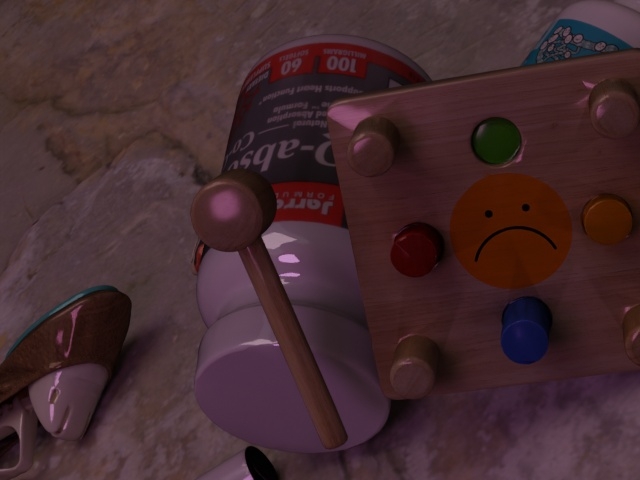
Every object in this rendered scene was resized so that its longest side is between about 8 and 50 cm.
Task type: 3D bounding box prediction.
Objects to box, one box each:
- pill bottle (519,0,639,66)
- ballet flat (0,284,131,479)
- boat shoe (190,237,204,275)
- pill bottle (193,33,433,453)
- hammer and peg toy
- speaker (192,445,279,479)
[{"bbox_3d":[0.231,-0.108,1.368,0.264,0.146,0.146,-53,35,-9],"label":"pill bottle"},{"bbox_3d":[-0.325,0.187,1.709,0.342,0.116,0.124,-34,56,18],"label":"ballet flat"},{"bbox_3d":[-0.109,-0.021,1.730,0.043,0.049,0.137,-13,51,42],"label":"boat shoe"},{"bbox_3d":[0.000,0.000,1.449,0.210,0.210,0.363,-21,42,32],"label":"pill bottle"},{"bbox_3d":[0.099,0.005,1.230,0.361,0.265,0.127,-9,16,11],"label":"hammer and peg toy"},{"bbox_3d":[-0.104,0.245,1.447,0.136,0.055,0.055,-34,36,18],"label":"speaker"}]
